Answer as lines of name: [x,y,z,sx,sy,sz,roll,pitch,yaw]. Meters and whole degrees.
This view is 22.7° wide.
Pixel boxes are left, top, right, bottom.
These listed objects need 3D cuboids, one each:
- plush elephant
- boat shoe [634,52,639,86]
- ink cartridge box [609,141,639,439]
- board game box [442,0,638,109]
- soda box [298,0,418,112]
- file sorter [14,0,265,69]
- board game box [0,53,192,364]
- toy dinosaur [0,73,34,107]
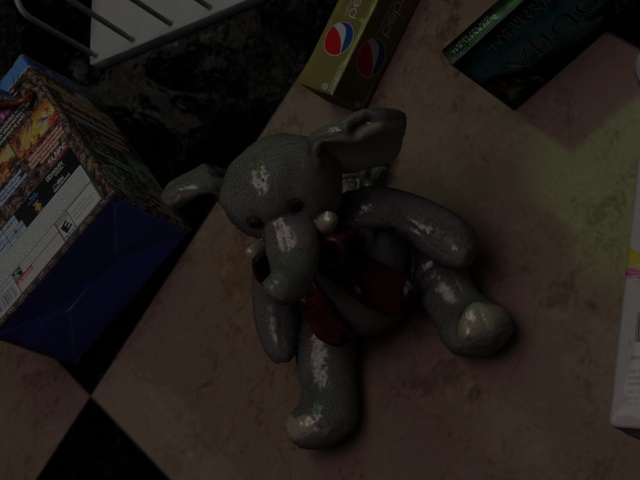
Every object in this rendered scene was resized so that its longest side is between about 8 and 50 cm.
plush elephant: [0.000,0.000,1.594,0.272,0.255,0.330,-26,58,28]
boat shoe: [0.411,-0.199,1.463,0.267,0.096,0.088,-35,58,24]
ink cartridge box: [0.382,0.004,1.384,0.207,0.119,0.353,-2,72,38]
board game box: [0.227,-0.219,1.593,0.186,0.126,0.026,-41,52,18]
soda box: [0.050,-0.238,1.780,0.058,0.061,0.181,24,87,42]
file sorter: [-0.228,-0.369,1.979,0.277,0.173,0.193,-17,62,33]
board game box: [-0.333,-0.038,1.946,0.232,0.141,0.291,-48,50,13]
toy dinosaur: [-0.380,-0.171,1.931,0.082,0.047,0.090,34,127,32]
